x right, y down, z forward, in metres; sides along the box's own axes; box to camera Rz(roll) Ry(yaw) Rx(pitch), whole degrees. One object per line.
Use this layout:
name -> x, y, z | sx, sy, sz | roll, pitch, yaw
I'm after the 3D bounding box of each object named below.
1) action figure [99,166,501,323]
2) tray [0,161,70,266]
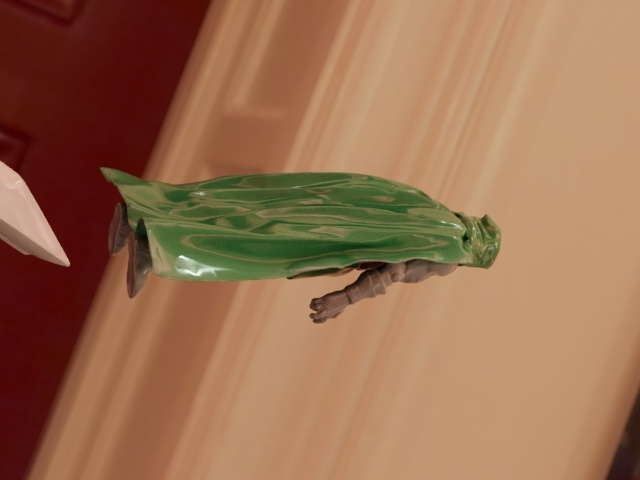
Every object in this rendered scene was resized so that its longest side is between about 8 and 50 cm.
action figure -> 0.000, 0.000, 0.882 | 0.232, 0.063, 0.137 | 1, 29, -20
tray -> -0.350, -0.067, 1.477 | 0.145, 0.030, 0.270 | 56, 8, 37
